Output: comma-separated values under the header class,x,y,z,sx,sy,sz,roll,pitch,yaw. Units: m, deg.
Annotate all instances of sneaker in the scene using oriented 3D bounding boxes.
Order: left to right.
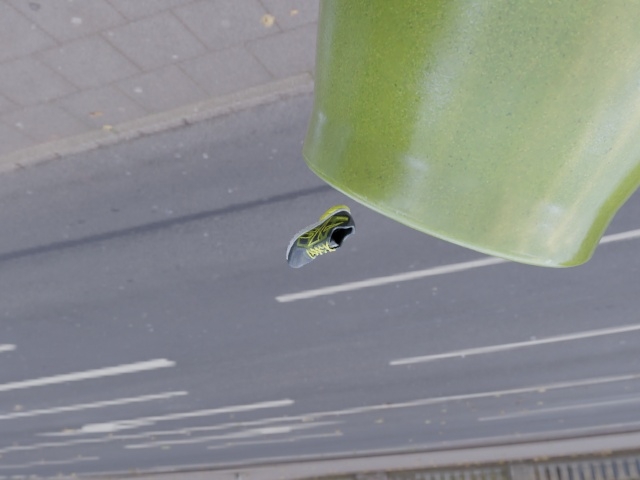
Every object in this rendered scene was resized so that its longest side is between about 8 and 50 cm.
class,x,y,z,sx,sy,sz,roll,pitch,yaw
sneaker,0.000,0.000,0.736,0.083,0.035,0.031,-44,130,10

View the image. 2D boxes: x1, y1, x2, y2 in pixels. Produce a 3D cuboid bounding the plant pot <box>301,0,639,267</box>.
class,x,y,z,sx,sy,sz,roll,pitch,yaw
plant pot,0.150,-0.183,0.534,0.367,0.352,0.366,17,-163,-5
